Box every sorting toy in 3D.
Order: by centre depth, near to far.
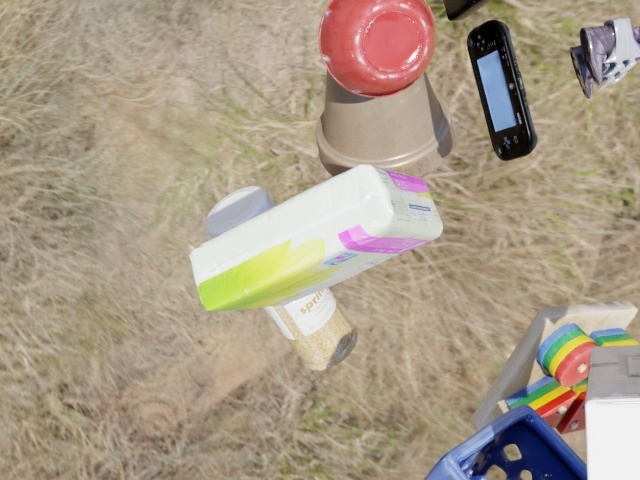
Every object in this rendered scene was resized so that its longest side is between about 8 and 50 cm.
[{"bbox_3d":[0.421,0.234,1.724,0.256,0.089,0.257,-1,127,-40],"label":"sorting toy"}]

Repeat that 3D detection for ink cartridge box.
[{"bbox_3d":[0.332,0.229,1.020,0.117,0.283,0.207,-2,93,16],"label":"ink cartridge box"}]

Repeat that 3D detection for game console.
[{"bbox_3d":[0.243,-0.294,1.444,0.044,0.213,0.361,-16,92,-11],"label":"game console"}]

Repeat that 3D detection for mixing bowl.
[{"bbox_3d":[0.095,-0.293,1.476,0.182,0.098,0.181,-3,106,-10],"label":"mixing bowl"}]

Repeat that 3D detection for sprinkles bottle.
[{"bbox_3d":[-0.063,0.071,1.778,0.121,0.121,0.355,-41,122,-13],"label":"sprinkles bottle"}]

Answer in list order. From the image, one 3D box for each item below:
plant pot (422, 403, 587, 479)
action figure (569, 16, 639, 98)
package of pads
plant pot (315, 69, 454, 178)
[{"bbox_3d":[0.213,0.368,1.201,0.236,0.236,0.212,-13,147,-53],"label":"plant pot"},{"bbox_3d":[0.479,-0.288,1.345,0.285,0.185,0.099,-23,98,3],"label":"action figure"},{"bbox_3d":[0.000,0.000,1.381,0.297,0.229,0.101,-25,79,22],"label":"package of pads"},{"bbox_3d":[0.105,-0.260,1.850,0.263,0.263,0.229,-32,138,-16],"label":"plant pot"}]
